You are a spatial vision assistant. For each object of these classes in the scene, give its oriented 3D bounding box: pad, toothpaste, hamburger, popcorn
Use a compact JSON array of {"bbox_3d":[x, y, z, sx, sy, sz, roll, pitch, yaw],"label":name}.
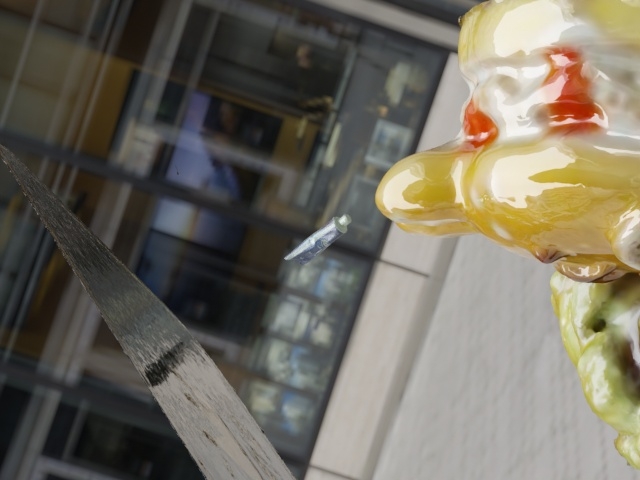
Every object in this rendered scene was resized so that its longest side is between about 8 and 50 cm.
[{"bbox_3d":[0.001,0.109,0.687,0.063,0.375,0.315,-38,-38,-2],"label":"pad"},{"bbox_3d":[0.000,0.000,1.364,0.083,0.027,0.019,-40,47,32],"label":"toothpaste"},{"bbox_3d":[0.195,-0.063,0.955,0.261,0.302,0.186,38,-119,-82],"label":"hamburger"},{"bbox_3d":[0.312,0.079,1.171,0.276,0.276,0.225,-167,83,-86],"label":"popcorn"}]
